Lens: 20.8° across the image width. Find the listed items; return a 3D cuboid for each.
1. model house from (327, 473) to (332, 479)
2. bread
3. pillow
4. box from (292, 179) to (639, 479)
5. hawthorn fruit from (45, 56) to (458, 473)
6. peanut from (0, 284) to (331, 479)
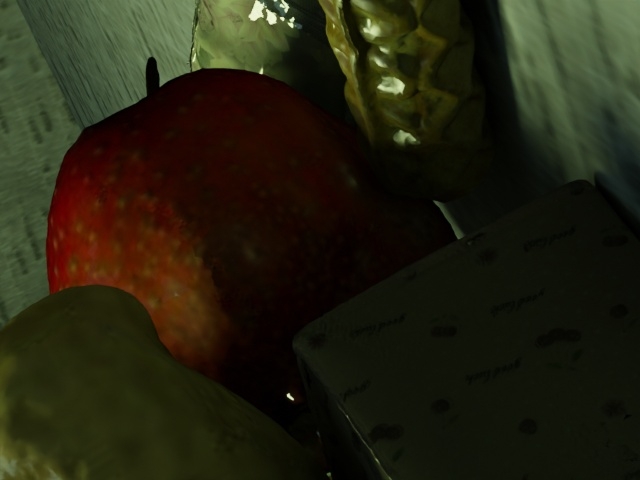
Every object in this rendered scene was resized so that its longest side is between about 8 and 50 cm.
[{"bbox_3d":[-0.019,0.290,1.939,0.198,0.215,0.224,47,163,48],"label":"model house"},{"bbox_3d":[0.029,-0.147,0.881,0.367,0.084,0.077,70,-149,-50],"label":"bread"},{"bbox_3d":[-0.032,-0.097,1.186,0.169,0.059,0.255,29,144,11],"label":"pillow"},{"bbox_3d":[0.147,0.164,0.850,0.297,0.190,0.225,52,165,39],"label":"box"},{"bbox_3d":[-0.051,-0.003,1.090,0.254,0.254,0.300,78,173,-60],"label":"hawthorn fruit"},{"bbox_3d":[-0.063,0.203,0.920,0.387,0.192,0.169,64,177,-10],"label":"peanut"}]
